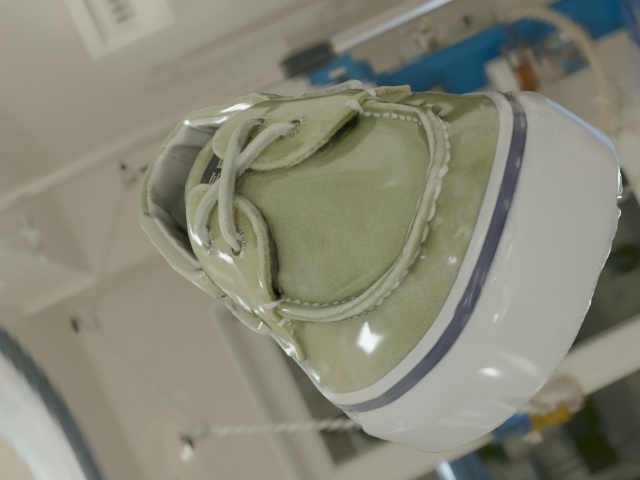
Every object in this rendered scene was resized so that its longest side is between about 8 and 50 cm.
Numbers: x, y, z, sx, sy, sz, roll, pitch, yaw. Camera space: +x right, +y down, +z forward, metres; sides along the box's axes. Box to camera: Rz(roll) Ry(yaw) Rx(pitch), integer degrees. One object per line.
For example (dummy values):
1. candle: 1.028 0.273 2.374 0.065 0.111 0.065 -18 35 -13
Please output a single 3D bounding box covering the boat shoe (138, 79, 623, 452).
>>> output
1. boat shoe: 0.000 0.000 0.564 0.094 0.109 0.302 23 173 -14
